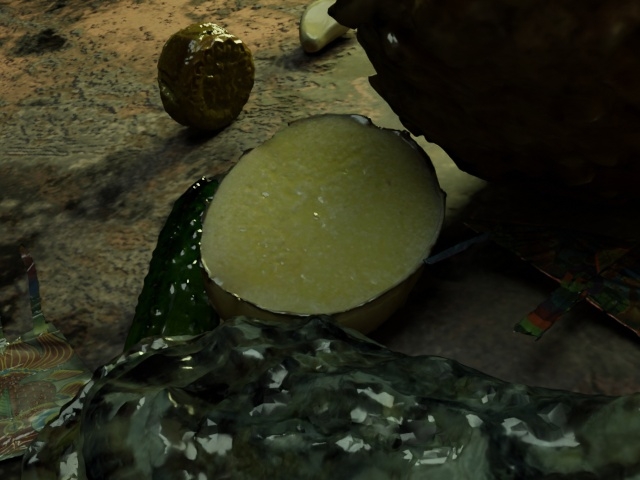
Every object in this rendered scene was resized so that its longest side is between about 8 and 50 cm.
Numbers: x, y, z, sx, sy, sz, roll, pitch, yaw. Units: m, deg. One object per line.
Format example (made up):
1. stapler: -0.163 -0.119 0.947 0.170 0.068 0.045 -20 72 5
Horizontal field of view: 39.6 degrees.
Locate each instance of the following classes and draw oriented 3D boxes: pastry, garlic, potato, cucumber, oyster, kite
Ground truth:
1. pastry: 0.175 -0.176 0.596 0.337 0.405 0.293 -13 64 52
2. garlic: 0.006 -0.235 0.969 0.053 0.041 0.083 33 64 29
3. pastry: -0.108 -0.156 0.849 0.057 0.097 0.109 25 52 39
4. potato: 0.000 0.000 0.624 0.164 0.081 0.200 20 48 15
5. cucumber: -0.094 0.033 0.628 0.069 0.069 0.227 -3 41 14
6. oyster: 0.014 0.109 0.436 0.350 0.158 0.162 -6 70 30
7. kite: 0.169 0.025 0.564 0.183 0.010 0.160 36 42 28
8. kite: -0.230 0.076 0.656 0.127 0.016 0.229 -17 40 -10
